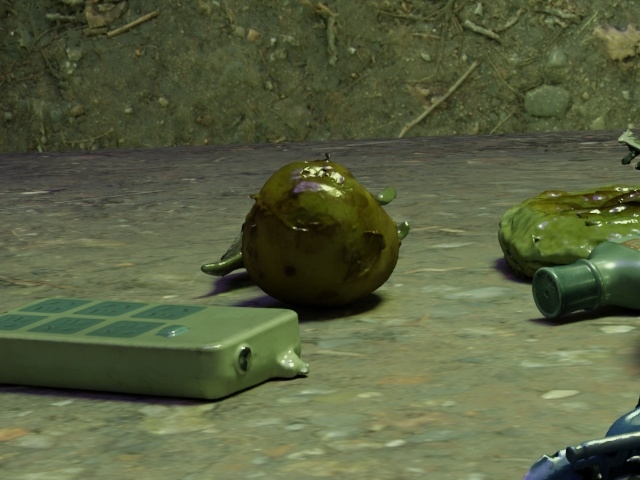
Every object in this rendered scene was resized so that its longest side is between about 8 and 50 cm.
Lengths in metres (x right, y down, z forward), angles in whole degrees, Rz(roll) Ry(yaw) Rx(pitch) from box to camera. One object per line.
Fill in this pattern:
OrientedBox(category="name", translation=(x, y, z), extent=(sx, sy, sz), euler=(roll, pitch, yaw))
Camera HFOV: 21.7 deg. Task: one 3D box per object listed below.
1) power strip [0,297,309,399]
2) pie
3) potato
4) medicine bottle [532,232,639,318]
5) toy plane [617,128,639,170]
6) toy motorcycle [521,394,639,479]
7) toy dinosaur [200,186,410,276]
OrientedBox(category="power strip", translation=(-0.141, 0.077, 1.215), extent=(0.270, 0.046, 0.118), euler=(2, 9, 31))
OrientedBox(category="pie", translation=(0.307, -0.011, 1.577), extent=(0.306, 0.071, 0.306), euler=(-5, 7, 1))
OrientedBox(category="potato", translation=(0.000, 0.000, 1.451), extent=(0.137, 0.137, 0.176), euler=(-1, -14, 19))
OrientedBox(category="medicine bottle", translation=(0.270, 0.024, 1.361), extent=(0.208, 0.054, 0.090), euler=(-10, 20, -26))
OrientedBox(category="toy plane", translation=(0.331, -0.064, 1.488), extent=(0.160, 0.082, 0.234), euler=(14, 33, 25))
OrientedBox(category="toy motorcycle", translation=(0.179, 0.101, 0.791), extent=(0.114, 0.076, 0.205), euler=(-9, 4, 39))
OrientedBox(category="toy dinosaur", translation=(-0.007, -0.005, 1.652), extent=(0.162, 0.077, 0.294), euler=(-21, -15, 25))
